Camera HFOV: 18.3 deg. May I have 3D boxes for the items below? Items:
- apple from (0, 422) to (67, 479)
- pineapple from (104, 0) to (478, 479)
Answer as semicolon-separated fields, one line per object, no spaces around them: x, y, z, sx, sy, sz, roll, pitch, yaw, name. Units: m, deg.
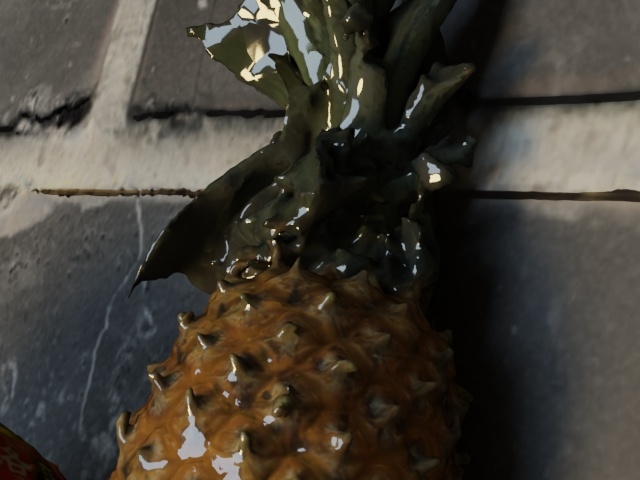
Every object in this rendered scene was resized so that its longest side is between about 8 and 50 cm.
-0.278;0.242;0.956;0.400;0.333;0.400;-16;63;36;apple
-0.001;0.002;0.900;0.165;0.165;0.365;-28;43;45;pineapple
